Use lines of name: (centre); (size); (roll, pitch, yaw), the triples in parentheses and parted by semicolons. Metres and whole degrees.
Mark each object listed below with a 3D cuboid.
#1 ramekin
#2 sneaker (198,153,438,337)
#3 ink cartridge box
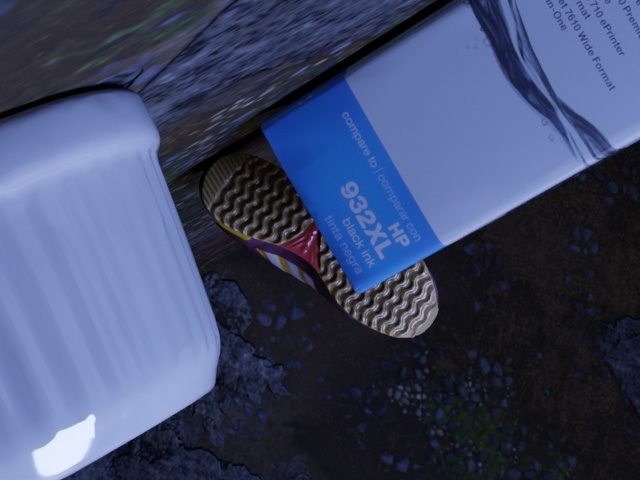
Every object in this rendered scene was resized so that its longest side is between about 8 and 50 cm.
ramekin: (-0.165, 0.058, 0.744); (0.273, 0.127, 0.273); (-29, 179, -1)
sneaker: (0.000, 0.000, 1.251); (0.069, 0.185, 0.084); (-54, -174, -2)
ink cartridge box: (0.152, -0.109, 1.142); (0.307, 0.129, 0.223); (-30, 178, 28)
